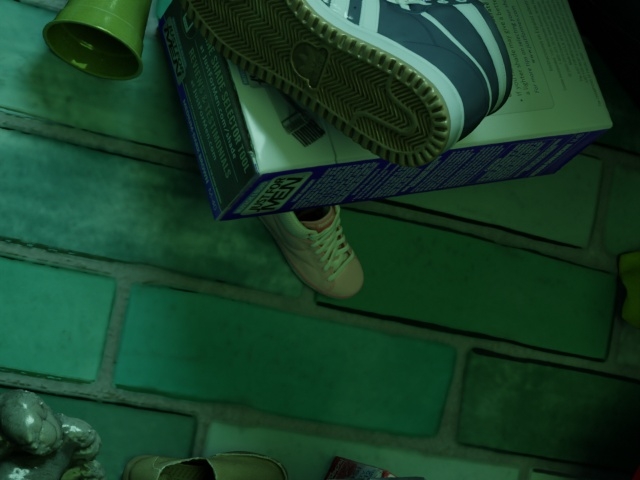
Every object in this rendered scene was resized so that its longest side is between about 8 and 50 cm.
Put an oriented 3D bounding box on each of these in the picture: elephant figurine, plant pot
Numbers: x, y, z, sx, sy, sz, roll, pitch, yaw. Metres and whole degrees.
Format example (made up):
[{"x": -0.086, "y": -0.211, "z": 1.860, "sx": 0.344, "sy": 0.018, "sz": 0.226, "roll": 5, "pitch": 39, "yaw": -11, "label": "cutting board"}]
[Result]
[{"x": -0.242, "y": 0.236, "z": 1.196, "sx": 0.169, "sy": 0.186, "sz": 0.239, "roll": 46, "pitch": 34, "yaw": -37, "label": "elephant figurine"}, {"x": -0.167, "y": -0.182, "z": 1.319, "sx": 0.083, "sy": 0.083, "sz": 0.079, "roll": 29, "pitch": 66, "yaw": -25, "label": "plant pot"}]

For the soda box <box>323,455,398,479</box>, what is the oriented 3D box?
[{"x": 0.113, "y": 0.287, "z": 1.461, "sx": 0.263, "sy": 0.092, "sz": 0.083, "roll": 34, "pitch": 75, "yaw": -24, "label": "soda box"}]

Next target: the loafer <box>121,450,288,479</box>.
[{"x": -0.089, "y": 0.203, "z": 1.377, "sx": 0.148, "sy": 0.050, "sz": 0.056, "roll": 1, "pitch": 90, "yaw": -28, "label": "loafer"}]

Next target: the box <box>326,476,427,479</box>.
[{"x": 0.050, "y": 0.432, "z": 1.279, "sx": 0.318, "sy": 0.097, "sz": 0.395, "roll": -68, "pitch": 148, "yaw": -55, "label": "box"}]

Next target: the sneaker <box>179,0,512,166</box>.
[{"x": 0.019, "y": -0.170, "z": 1.268, "sx": 0.282, "sy": 0.099, "sz": 0.153, "roll": 40, "pitch": 37, "yaw": 16, "label": "sneaker"}]

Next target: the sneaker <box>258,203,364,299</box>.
[{"x": 0.000, "y": 0.000, "z": 1.410, "sx": 0.051, "sy": 0.070, "sz": 0.134, "roll": -48, "pitch": 112, "yaw": -21, "label": "sneaker"}]

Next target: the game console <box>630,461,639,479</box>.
[{"x": 0.460, "y": 0.243, "z": 1.585, "sx": 0.386, "sy": 0.060, "sz": 0.342, "roll": -32, "pitch": 126, "yaw": -18, "label": "game console"}]

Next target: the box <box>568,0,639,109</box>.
[{"x": 0.375, "y": -0.288, "z": 1.345, "sx": 0.297, "sy": 0.480, "sz": 0.472, "roll": -40, "pitch": 110, "yaw": -5, "label": "box"}]

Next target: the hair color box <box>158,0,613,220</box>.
[{"x": 0.055, "y": -0.137, "z": 1.386, "sx": 0.339, "sy": 0.110, "sz": 0.185, "roll": -8, "pitch": 72, "yaw": -29, "label": "hair color box"}]

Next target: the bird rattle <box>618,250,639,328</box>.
[{"x": 0.416, "y": 0.048, "z": 1.588, "sx": 0.253, "sy": 0.143, "sz": 0.207, "roll": -25, "pitch": 129, "yaw": -7, "label": "bird rattle"}]
